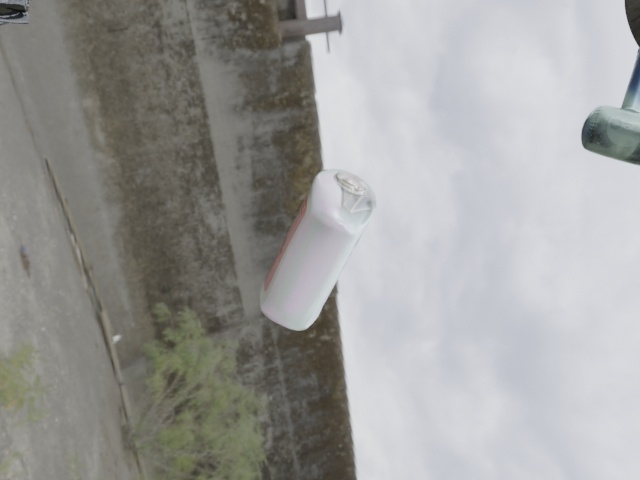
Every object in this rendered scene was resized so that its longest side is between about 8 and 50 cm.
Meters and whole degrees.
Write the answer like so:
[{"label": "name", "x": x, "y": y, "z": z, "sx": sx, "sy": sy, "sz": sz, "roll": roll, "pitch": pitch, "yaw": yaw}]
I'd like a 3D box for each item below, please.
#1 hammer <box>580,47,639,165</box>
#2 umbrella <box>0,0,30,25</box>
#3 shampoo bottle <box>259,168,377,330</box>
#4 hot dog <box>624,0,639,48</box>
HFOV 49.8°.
[{"label": "hammer", "x": 0.439, "y": -0.196, "z": 0.957, "sx": 0.069, "sy": 0.116, "sz": 0.194, "roll": 71, "pitch": 40, "yaw": -66}, {"label": "umbrella", "x": -0.539, "y": -0.296, "z": 0.896, "sx": 0.118, "sy": 0.340, "sz": 0.118, "roll": 41, "pitch": -32, "yaw": 33}, {"label": "shampoo bottle", "x": 0.000, "y": 0.000, "z": 0.435, "sx": 0.072, "sy": 0.043, "sz": 0.099, "roll": -71, "pitch": -173, "yaw": -61}, {"label": "hot dog", "x": 0.411, "y": -0.126, "z": 0.583, "sx": 0.194, "sy": 0.107, "sz": 0.326, "roll": 133, "pitch": -62, "yaw": -74}]
